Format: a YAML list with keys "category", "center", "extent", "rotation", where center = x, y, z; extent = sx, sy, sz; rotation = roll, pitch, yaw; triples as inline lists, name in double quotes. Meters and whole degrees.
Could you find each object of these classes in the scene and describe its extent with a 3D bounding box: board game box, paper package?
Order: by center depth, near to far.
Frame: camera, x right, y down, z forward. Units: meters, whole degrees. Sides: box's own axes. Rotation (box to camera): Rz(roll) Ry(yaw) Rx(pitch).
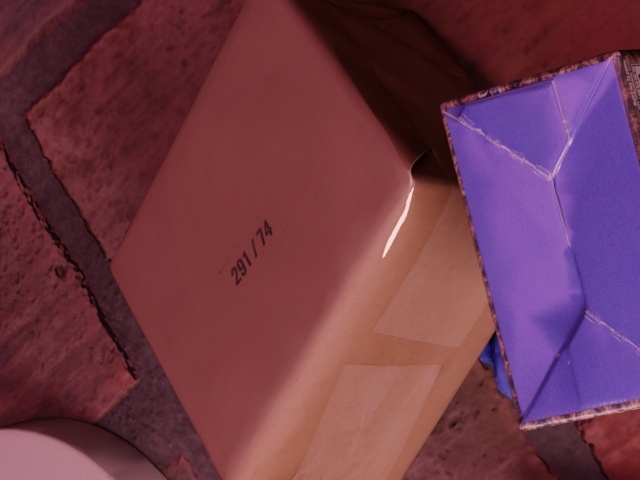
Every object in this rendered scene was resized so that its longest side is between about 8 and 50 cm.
- category: "board game box"
  center: [0.239, -0.011, 1.408]
  extent: [0.141, 0.291, 0.232]
  rotation: [-15, 88, 34]
- category: "paper package"
  center: [0.000, 0.000, 1.596]
  extent: [0.325, 0.168, 0.309]
  rotation: [-60, 42, 26]

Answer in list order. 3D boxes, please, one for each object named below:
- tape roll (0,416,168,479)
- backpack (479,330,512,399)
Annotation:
- category: "tape roll"
  center: [-0.266, 0.371, 1.937]
  extent: [0.392, 0.072, 0.392]
  rotation: [5, 98, 33]
- category: "backpack"
  center: [0.178, 0.073, 1.577]
  extent: [0.101, 0.098, 0.120]
  rotation: [-22, 74, 49]
